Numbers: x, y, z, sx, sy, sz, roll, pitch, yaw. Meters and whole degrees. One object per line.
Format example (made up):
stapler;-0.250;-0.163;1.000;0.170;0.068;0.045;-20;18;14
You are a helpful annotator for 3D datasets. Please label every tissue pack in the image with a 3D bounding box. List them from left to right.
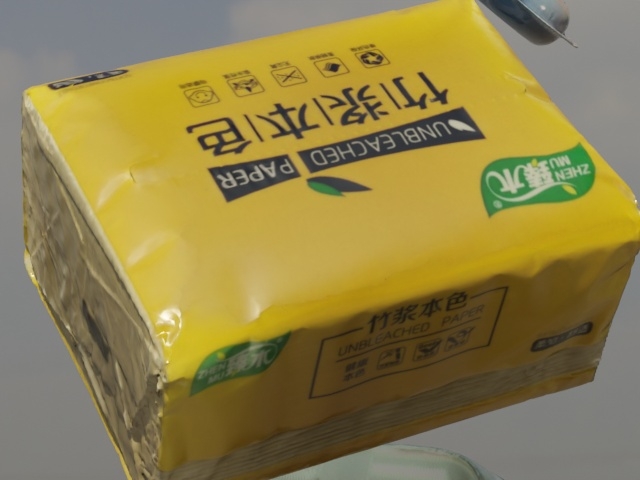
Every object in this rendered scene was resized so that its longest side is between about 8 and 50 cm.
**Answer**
tissue pack;0.000;0.000;1.315;0.382;0.293;0.228;-14;-42;-23

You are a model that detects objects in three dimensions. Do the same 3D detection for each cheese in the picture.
cheese;0.163;-0.247;1.662;0.245;0.052;0.135;31;13;-42

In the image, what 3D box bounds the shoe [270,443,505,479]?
shoe;0.032;0.251;1.664;0.363;0.131;0.160;-3;-20;35
